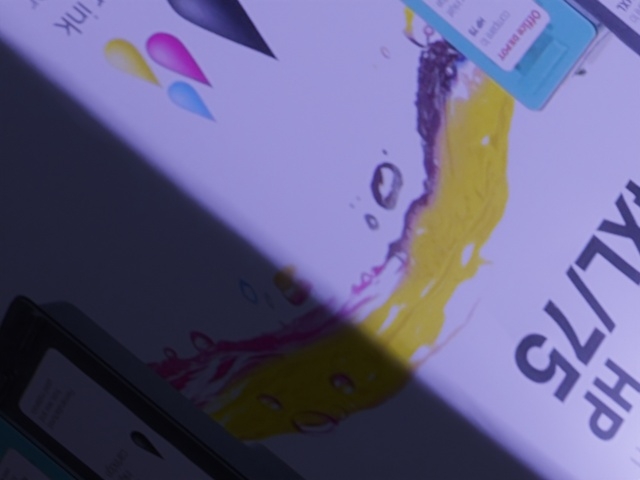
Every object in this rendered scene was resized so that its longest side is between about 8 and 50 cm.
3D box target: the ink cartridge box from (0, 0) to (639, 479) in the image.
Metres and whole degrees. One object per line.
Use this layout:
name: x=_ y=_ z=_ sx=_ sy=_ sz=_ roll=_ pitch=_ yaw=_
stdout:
ink cartridge box: x=0.000 y=0.000 z=0.518 sx=0.198 sy=0.270 sz=0.197 roll=-52 pitch=180 yaw=-42
